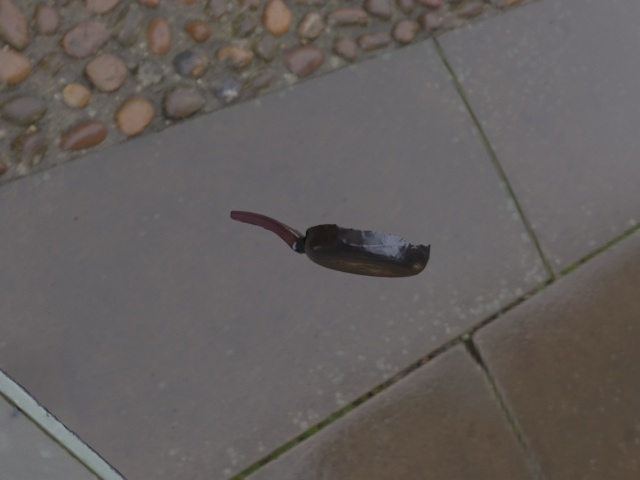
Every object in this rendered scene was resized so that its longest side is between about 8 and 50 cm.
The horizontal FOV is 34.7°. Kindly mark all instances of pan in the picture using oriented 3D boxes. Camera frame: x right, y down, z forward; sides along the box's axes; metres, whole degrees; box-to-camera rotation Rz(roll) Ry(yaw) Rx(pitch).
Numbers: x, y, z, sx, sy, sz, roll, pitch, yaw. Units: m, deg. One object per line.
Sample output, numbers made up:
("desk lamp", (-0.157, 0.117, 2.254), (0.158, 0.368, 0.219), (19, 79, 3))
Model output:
("pan", (-0.001, 0.003, 0.946), (0.115, 0.212, 0.040), (24, 78, -58))

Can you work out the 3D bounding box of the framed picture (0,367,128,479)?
("framed picture", (-0.199, 0.268, 0.694), (0.335, 0.022, 0.247), (45, 76, -16))
